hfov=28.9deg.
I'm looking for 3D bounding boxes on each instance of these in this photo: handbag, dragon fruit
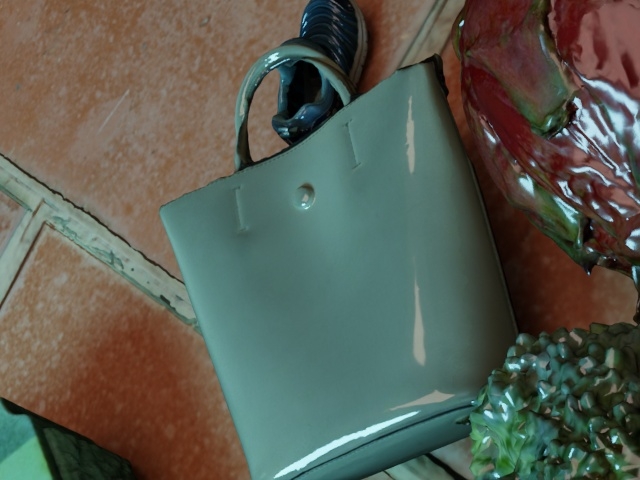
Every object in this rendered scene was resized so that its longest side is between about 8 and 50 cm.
[{"bbox_3d":[0.000,0.000,0.830,0.241,0.109,0.315,-27,72,25],"label":"handbag"},{"bbox_3d":[0.194,-0.090,0.658,0.244,0.244,0.299,-34,37,24],"label":"dragon fruit"}]

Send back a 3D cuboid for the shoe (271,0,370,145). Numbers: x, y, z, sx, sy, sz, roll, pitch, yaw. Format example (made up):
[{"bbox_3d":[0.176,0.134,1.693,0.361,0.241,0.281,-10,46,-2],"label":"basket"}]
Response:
[{"bbox_3d":[-0.006,-0.130,0.955,0.064,0.071,0.143,-6,68,38],"label":"shoe"}]

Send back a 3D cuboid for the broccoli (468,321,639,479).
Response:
[{"bbox_3d":[0.195,0.172,0.560,0.235,0.260,0.288,-14,65,19],"label":"broccoli"}]

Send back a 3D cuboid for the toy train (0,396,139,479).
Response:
[{"bbox_3d":[-0.224,0.275,0.920,0.238,0.167,0.299,-37,53,9],"label":"toy train"}]
